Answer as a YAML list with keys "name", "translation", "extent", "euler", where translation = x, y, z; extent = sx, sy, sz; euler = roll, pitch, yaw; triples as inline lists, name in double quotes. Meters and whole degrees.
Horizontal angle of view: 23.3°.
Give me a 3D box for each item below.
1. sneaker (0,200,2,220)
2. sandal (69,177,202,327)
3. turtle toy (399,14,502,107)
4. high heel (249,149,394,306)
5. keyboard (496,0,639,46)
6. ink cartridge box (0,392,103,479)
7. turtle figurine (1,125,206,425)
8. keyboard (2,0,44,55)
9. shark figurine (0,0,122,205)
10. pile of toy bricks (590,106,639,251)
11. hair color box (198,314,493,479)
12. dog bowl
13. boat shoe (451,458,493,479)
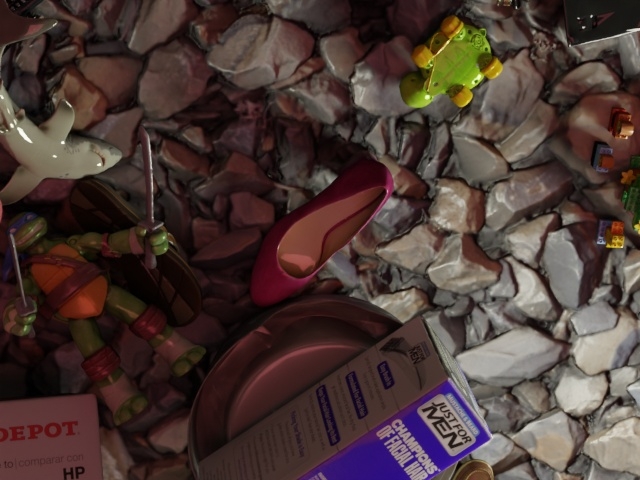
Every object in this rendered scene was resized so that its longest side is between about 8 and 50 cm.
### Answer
- name: "sneaker"
  translation: [-0.436, 0.044, 1.838]
  extent: [0.136, 0.116, 0.314]
  euler: [25, 132, -29]
- name: "sandal"
  translation: [-0.218, 0.008, 1.898]
  extent: [0.219, 0.060, 0.090]
  euler: [47, 123, -5]
- name: "turtle toy"
  translation: [0.148, -0.208, 1.857]
  extent: [0.130, 0.066, 0.095]
  euler: [-43, 108, 10]
- name: "high heel"
  translation: [0.000, 0.000, 1.889]
  extent: [0.082, 0.117, 0.244]
  euler: [41, 100, -19]
- name: "keyboard"
  translation: [0.291, -0.383, 1.831]
  extent: [0.201, 0.033, 0.317]
  euler: [-13, 111, -9]
- name: "ink cartridge box"
  translation: [-0.406, 0.385, 1.840]
  extent: [0.285, 0.166, 0.395]
  euler: [-3, 84, -27]
- name: "turtle figurine"
  translation: [-0.255, 0.066, 1.787]
  extent: [0.274, 0.198, 0.266]
  euler: [-32, 100, 39]
- name: "keyboard"
  translation: [-0.368, -0.267, 1.787]
  extent: [0.192, 0.038, 0.100]
  euler: [-36, 111, 8]
- name: "shark figurine"
  translation: [-0.357, -0.160, 1.785]
  extent: [0.166, 0.116, 0.278]
  euler: [-34, 137, -11]
- name: "pile of toy bricks"
  translation: [0.401, -0.061, 1.923]
  extent: [0.118, 0.105, 0.212]
  euler: [4, 110, -8]
- name: "hair color box"
  translation: [0.022, 0.250, 1.841]
  extent: [0.339, 0.185, 0.110]
  euler: [-35, 111, 7]
- name: "dog bowl"
  translation: [0.003, 0.226, 1.982]
  extent: [0.349, 0.102, 0.349]
  euler: [-2, 110, -6]
- name: "boat shoe"
  translation: [0.197, 0.380, 2.085]
  extent: [0.064, 0.060, 0.178]
  euler: [11, 108, -11]
